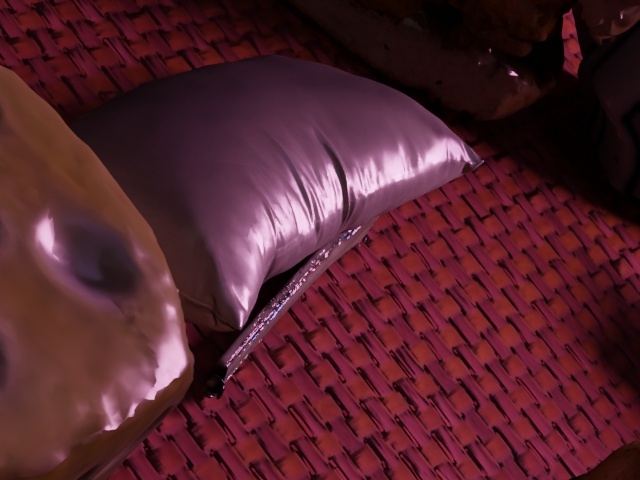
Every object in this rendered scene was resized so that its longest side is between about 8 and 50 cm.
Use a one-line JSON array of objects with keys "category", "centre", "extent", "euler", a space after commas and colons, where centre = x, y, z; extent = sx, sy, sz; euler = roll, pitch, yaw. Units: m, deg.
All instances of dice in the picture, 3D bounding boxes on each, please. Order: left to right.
[{"category": "dice", "centre": [-0.160, 0.041, 0.568], "extent": [0.169, 0.166, 0.169], "euler": [47, 35, 5]}]

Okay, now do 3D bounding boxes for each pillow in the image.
[{"category": "pillow", "centre": [-0.036, -0.029, 0.835], "extent": [0.144, 0.078, 0.254], "euler": [29, 30, 19]}]

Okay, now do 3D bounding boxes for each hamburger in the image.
[{"category": "hamburger", "centre": [0.065, -0.248, 1.084], "extent": [0.318, 0.195, 0.277], "euler": [33, 38, -14]}]

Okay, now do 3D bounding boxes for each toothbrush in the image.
[{"category": "toothbrush", "centre": [0.005, 0.003, 0.905], "extent": [0.028, 0.026, 0.294], "euler": [26, 34, 6]}]

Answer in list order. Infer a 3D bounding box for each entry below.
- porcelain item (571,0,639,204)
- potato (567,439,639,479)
[{"category": "porcelain item", "centre": [0.331, -0.122, 1.148], "extent": [0.286, 0.281, 0.157], "euler": [26, 37, -29]}, {"category": "potato", "centre": [0.174, 0.128, 0.883], "extent": [0.066, 0.103, 0.096], "euler": [54, 34, 9]}]
